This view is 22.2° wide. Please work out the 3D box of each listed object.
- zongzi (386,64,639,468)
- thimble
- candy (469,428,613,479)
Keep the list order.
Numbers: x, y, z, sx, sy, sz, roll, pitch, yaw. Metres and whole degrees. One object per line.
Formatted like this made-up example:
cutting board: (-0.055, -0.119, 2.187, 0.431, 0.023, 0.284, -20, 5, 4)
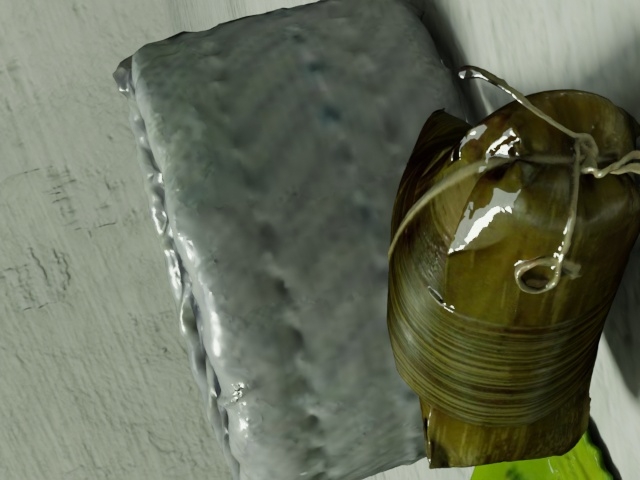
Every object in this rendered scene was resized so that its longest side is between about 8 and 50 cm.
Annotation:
zongzi: (0.067, -0.034, 0.614, 0.187, 0.084, 0.184, 98, 168, -54)
thimble: (0.000, 0.000, 0.831, 0.217, 0.157, 0.245, 153, 100, -81)
candy: (0.096, 0.181, 0.778, 0.149, 0.069, 0.246, 59, 147, 37)
